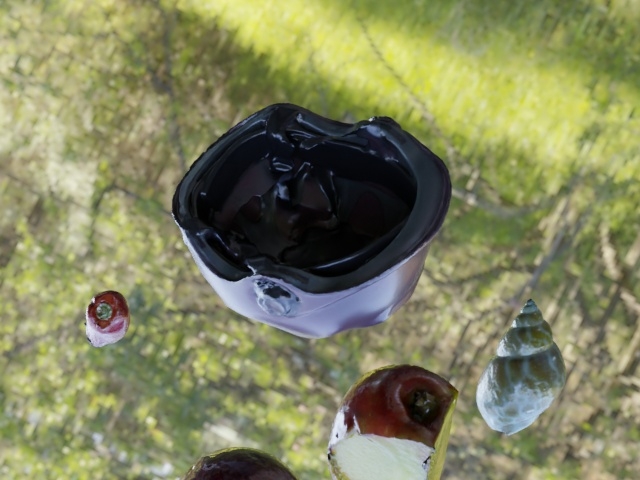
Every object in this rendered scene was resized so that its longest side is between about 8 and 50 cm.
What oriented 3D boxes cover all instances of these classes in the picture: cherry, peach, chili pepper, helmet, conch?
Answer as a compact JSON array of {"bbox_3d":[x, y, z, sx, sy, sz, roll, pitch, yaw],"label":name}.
[{"bbox_3d":[-0.134,0.422,2.008,0.203,0.230,0.300,34,177,-10],"label":"cherry"},{"bbox_3d":[0.096,0.261,1.743,0.159,0.154,0.267,21,145,17],"label":"peach"},{"bbox_3d":[-0.313,0.114,1.945,0.070,0.073,0.123,32,162,-5],"label":"chili pepper"},{"bbox_3d":[0.000,0.000,1.522,0.338,0.271,0.197,17,145,27],"label":"helmet"},{"bbox_3d":[0.278,0.190,1.845,0.106,0.173,0.116,33,-157,-35],"label":"conch"}]
